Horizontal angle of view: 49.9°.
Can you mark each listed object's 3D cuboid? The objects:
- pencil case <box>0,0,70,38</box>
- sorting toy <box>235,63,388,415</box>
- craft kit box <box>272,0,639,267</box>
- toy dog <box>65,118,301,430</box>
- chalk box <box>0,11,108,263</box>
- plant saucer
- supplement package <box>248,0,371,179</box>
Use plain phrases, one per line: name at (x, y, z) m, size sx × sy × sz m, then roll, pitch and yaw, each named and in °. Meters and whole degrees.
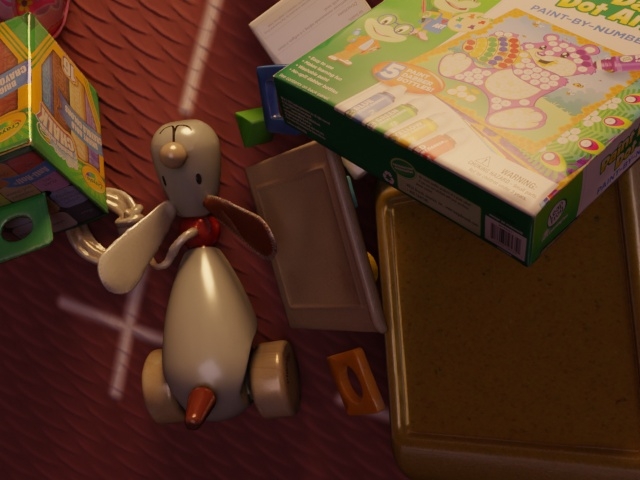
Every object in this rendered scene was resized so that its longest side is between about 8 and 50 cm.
pencil case at (-0.397, -0.293, 0.699) m, size 0.284 × 0.124 × 0.124 m, roll 17°, pitch 97°, yaw 4°
sorting toy at (0.000, 0.000, 0.676) m, size 0.047 × 0.196 × 0.348 m, roll -18°, pitch 95°, yaw -28°
craft kit box at (0.135, -0.127, 0.526) m, size 0.246 × 0.061 × 0.250 m, roll -38°, pitch 51°, yaw -23°
toy dog at (-0.131, 0.055, 0.691) m, size 0.220 × 0.161 × 0.334 m, roll -30°, pitch 93°, yaw 7°
chalk box at (-0.296, -0.082, 0.660) m, size 0.132 × 0.132 × 0.213 m, roll -18°, pitch 60°, yaw 6°
plant saucer at (0.169, 0.058, 0.587) m, size 0.333 × 0.081 × 0.333 m, roll -10°, pitch 80°, yaw 43°
supplement package at (0.028, -0.161, 0.684) m, size 0.105 × 0.105 × 0.179 m, roll -34°, pitch 92°, yaw 6°
